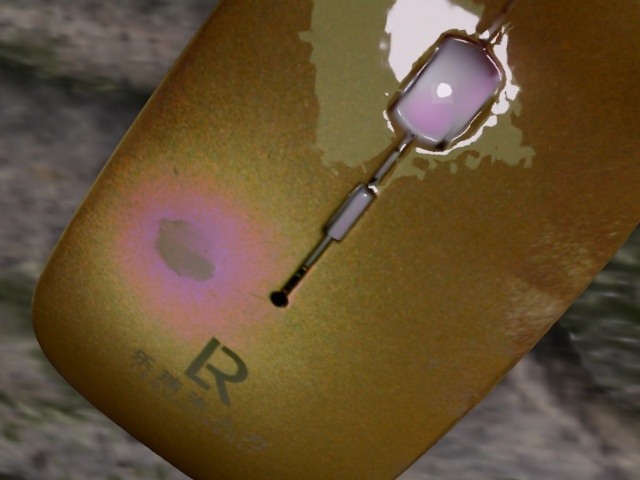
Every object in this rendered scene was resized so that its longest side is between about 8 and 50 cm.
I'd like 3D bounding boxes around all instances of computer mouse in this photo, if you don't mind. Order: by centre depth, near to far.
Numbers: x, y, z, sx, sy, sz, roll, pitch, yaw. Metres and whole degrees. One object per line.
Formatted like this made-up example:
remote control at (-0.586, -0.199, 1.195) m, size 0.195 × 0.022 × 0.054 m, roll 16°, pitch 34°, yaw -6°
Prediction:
computer mouse at (0.000, 0.000, 0.687) m, size 0.158 × 0.072 × 0.310 m, roll 37°, pitch 130°, yaw -3°
